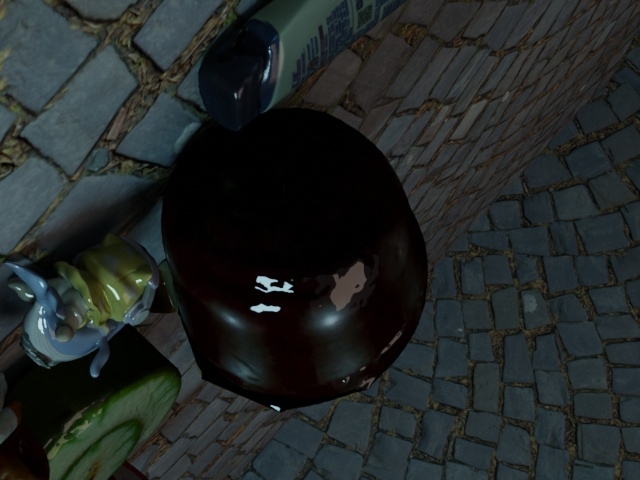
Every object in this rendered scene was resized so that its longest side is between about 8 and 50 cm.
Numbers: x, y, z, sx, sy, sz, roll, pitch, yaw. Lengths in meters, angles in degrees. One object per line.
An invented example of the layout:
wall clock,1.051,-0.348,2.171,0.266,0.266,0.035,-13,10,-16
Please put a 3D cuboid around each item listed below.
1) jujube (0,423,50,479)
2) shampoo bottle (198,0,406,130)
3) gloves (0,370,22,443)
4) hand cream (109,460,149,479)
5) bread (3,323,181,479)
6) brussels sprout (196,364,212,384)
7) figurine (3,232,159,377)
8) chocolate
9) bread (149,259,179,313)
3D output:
jujube,-0.445,0.317,1.096,0.255,0.190,0.190,-31,164,0
shampoo bottle,0.005,-0.275,1.123,0.359,0.078,0.134,-41,160,-23
gloves,-0.396,0.174,0.978,0.219,0.131,0.140,23,78,-45
hand cream,-0.385,0.496,1.739,0.125,0.193,0.193,-50,165,-2
bread,-0.370,0.281,1.361,0.382,0.129,0.366,-26,152,-58
brussels sprout,-0.150,0.208,1.787,0.183,0.131,0.145,-42,159,-13
figurine,-0.279,0.070,1.100,0.184,0.128,0.208,-50,161,-3
chocolate,-0.056,0.004,1.209,0.383,0.384,0.331,-46,150,-8
bread,-0.224,0.080,1.399,0.043,0.062,0.109,-33,156,-43
